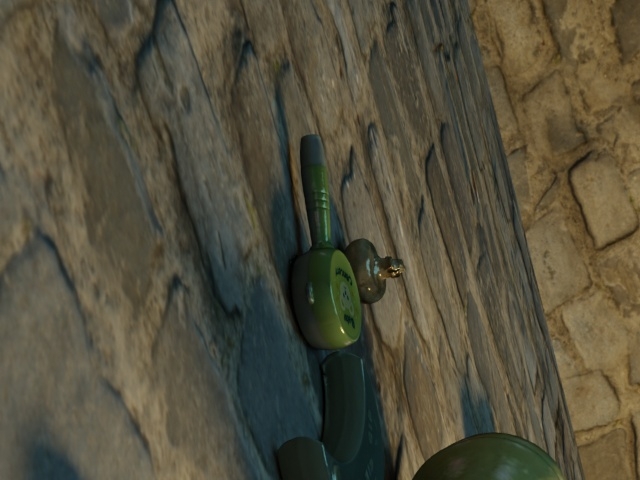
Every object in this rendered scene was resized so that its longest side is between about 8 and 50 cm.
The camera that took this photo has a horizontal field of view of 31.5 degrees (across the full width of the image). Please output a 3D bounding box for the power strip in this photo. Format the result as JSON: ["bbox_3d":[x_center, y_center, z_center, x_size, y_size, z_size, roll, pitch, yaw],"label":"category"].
[{"bbox_3d":[0.018,0.237,1.202,0.253,0.054,0.168,-61,135,-66],"label":"power strip"}]

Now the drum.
[{"bbox_3d":[-0.006,0.000,1.289,0.130,0.049,0.253,1,77,-72],"label":"drum"}]

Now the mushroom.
[{"bbox_3d":[0.068,0.037,1.446,0.085,0.079,0.085,-10,90,-70],"label":"mushroom"}]

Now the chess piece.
[{"bbox_3d":[0.163,0.348,1.252,0.442,0.234,0.234,15,64,-74],"label":"chess piece"}]
